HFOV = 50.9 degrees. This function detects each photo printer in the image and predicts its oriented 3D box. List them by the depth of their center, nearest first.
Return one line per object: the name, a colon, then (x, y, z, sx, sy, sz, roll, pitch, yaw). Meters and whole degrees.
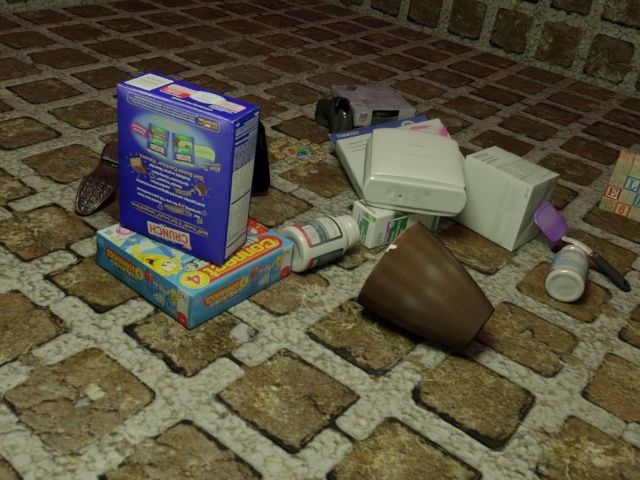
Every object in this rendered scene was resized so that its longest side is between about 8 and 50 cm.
photo printer: (0.240, -0.191, 1.738, 0.255, 0.107, 0.308, 8, 35, 1)

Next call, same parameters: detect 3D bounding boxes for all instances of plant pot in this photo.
plant pot: (0.231, 0.112, 1.375, 0.230, 0.215, 0.215, 37, 39, 16)

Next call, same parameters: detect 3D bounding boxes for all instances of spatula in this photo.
spatula: (0.660, 0.021, 1.691, 0.084, 0.030, 0.296, -35, 69, -28)

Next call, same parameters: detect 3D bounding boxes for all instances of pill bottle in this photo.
pill bottle: (0.000, 0.000, 1.563, 0.180, 0.108, 0.108, -18, 40, -37)
pill bottle: (0.596, 0.074, 1.613, 0.087, 0.087, 0.160, 20, 33, 18)

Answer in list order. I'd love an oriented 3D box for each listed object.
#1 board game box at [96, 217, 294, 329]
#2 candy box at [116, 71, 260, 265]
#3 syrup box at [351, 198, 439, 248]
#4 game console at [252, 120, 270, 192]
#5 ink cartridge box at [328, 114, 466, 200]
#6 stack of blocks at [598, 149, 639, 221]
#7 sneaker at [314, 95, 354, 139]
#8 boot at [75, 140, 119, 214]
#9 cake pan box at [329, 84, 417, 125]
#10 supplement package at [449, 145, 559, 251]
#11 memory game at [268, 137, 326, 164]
board game box: (-0.270, 0.028, 1.469, 0.301, 0.086, 0.308, 28, 36, 29)
candy box: (-0.273, -0.145, 1.361, 0.268, 0.317, 0.122, 21, 32, 17)
syrup box: (0.194, -0.062, 1.726, 0.236, 0.093, 0.096, -15, 39, -34)
game console: (-0.313, -0.202, 1.732, 0.360, 0.213, 0.044, -10, 29, -9)
ink cartridge box: (0.222, -0.257, 1.945, 0.323, 0.072, 0.330, -14, 52, -12)
stack of blocks: (1.001, -0.135, 1.975, 0.297, 0.171, 0.087, 22, 34, 20)
sneaker: (0.057, -0.433, 2.261, 0.108, 0.130, 0.286, -5, 33, -18)
boot: (-0.550, -0.136, 1.692, 0.082, 0.106, 0.219, 24, 59, -7)
cake pan box: (0.190, -0.496, 2.457, 0.245, 0.070, 0.267, -7, 34, -20)
supplement package: (0.487, -0.117, 1.792, 0.149, 0.194, 0.203, -22, 43, -41)
memory game: (-0.072, -0.280, 2.090, 0.186, 0.012, 0.186, 7, 32, -4)
